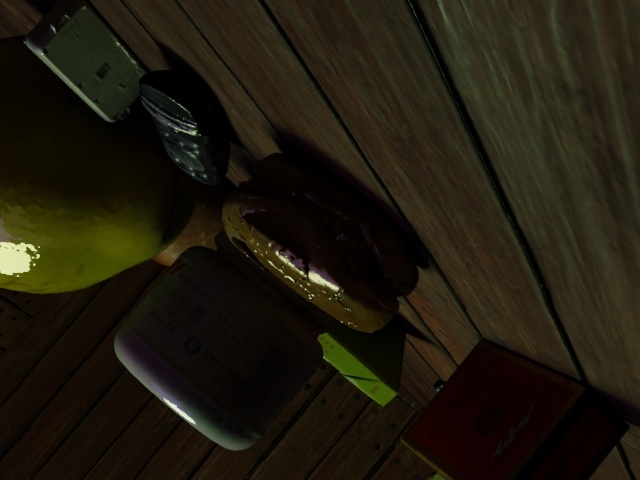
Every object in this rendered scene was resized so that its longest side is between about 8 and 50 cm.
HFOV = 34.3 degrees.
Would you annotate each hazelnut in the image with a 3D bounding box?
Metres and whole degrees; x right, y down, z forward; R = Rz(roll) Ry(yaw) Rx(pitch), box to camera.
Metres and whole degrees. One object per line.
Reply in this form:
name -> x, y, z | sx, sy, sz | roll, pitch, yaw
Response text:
hazelnut -> -0.222, -0.041, 1.746 | 0.214, 0.176, 0.214 | 8, 169, 2

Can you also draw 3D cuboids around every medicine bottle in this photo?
medicine bottle -> -0.100, 0.100, 1.395 | 0.241, 0.302, 0.241 | 39, 173, 6

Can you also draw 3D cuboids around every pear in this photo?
pear -> -0.379, -0.101, 1.445 | 0.418, 0.363, 0.362 | 10, 166, 13

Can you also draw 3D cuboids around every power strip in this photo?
power strip -> -0.265, -0.209, 1.210 | 0.035, 0.081, 0.192 | 37, 174, 29

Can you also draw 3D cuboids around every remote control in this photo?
remote control -> -0.146, -0.136, 1.173 | 0.090, 0.066, 0.266 | 26, 168, 7

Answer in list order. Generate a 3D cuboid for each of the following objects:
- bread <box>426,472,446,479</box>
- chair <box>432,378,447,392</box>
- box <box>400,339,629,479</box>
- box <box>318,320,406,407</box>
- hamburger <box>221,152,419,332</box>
bread -> 0.321, 0.513, 1.832 | 0.320, 0.320, 0.237 | 44, -157, -34
chair -> 0.235, 0.209, 1.258 | 0.106, 0.113, 0.229 | 41, 136, -15
box -> 0.191, 0.200, 1.071 | 0.074, 0.153, 0.240 | 46, 172, -15
box -> -0.003, 0.098, 1.622 | 0.335, 0.047, 0.187 | 41, -157, -10
hamburger -> 0.000, 0.000, 1.049 | 0.213, 0.108, 0.214 | 35, 171, 6
